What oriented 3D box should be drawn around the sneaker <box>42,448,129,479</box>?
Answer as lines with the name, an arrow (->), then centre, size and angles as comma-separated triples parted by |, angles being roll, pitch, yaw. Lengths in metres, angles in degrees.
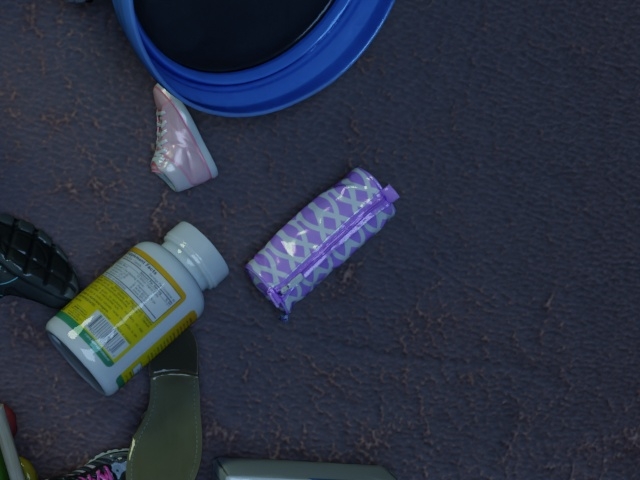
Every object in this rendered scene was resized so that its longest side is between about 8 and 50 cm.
sneaker -> -0.284, 0.301, 1.805 | 0.170, 0.075, 0.063 | -18, 96, -10

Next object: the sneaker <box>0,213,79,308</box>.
sneaker -> -0.412, 0.016, 1.772 | 0.267, 0.101, 0.106 | 29, 117, -18

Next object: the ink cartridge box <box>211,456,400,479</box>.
ink cartridge box -> -0.027, 0.431, 1.833 | 0.223, 0.129, 0.307 | 4, 92, -11

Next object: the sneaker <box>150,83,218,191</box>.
sneaker -> -0.184, -0.121, 1.818 | 0.070, 0.051, 0.134 | -30, 102, -14

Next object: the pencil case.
pencil case -> 0.000, 0.000, 1.842 | 0.206, 0.088, 0.086 | -44, 102, -7

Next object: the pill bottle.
pill bottle -> -0.212, 0.075, 1.782 | 0.208, 0.117, 0.117 | -43, 99, -16

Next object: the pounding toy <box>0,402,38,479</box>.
pounding toy -> -0.372, 0.254, 1.739 | 0.110, 0.237, 0.183 | -17, 99, -41

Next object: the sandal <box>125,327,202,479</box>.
sandal -> -0.182, 0.226, 1.826 | 0.088, 0.079, 0.240 | 4, 69, 1

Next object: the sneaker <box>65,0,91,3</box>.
sneaker -> -0.195, -0.453, 1.764 | 0.210, 0.137, 0.366 | 5, 96, -13

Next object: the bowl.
bowl -> -0.066, -0.333, 1.719 | 0.391, 0.077, 0.391 | -22, 130, -28
